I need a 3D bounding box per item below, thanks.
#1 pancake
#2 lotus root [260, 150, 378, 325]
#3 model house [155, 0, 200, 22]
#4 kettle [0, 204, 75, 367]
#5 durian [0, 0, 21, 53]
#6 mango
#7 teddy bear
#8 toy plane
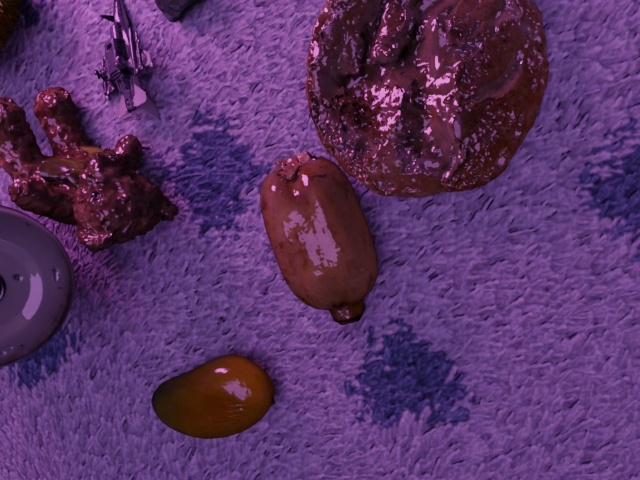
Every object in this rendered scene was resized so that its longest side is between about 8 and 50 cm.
[{"bbox_3d":[0.155,-0.254,0.873,0.386,0.082,0.388,1,94,13],"label":"pancake"},{"bbox_3d":[0.000,0.000,0.911,0.160,0.146,0.284,-17,97,35],"label":"lotus root"},{"bbox_3d":[-0.239,-0.424,0.961,0.083,0.066,0.079,-27,102,32],"label":"model house"},{"bbox_3d":[-0.601,0.031,0.950,0.319,0.342,0.247,37,78,-32],"label":"kettle"},{"bbox_3d":[-0.629,-0.411,0.977,0.200,0.176,0.237,25,89,-36],"label":"durian"},{"bbox_3d":[-0.191,0.287,1.020,0.237,0.091,0.137,-27,85,21],"label":"mango"},{"bbox_3d":[-0.404,-0.127,0.948,0.222,0.246,0.296,-12,105,40],"label":"teddy bear"},{"bbox_3d":[-0.345,-0.318,0.984,0.159,0.082,0.234,-15,94,41],"label":"toy plane"}]
